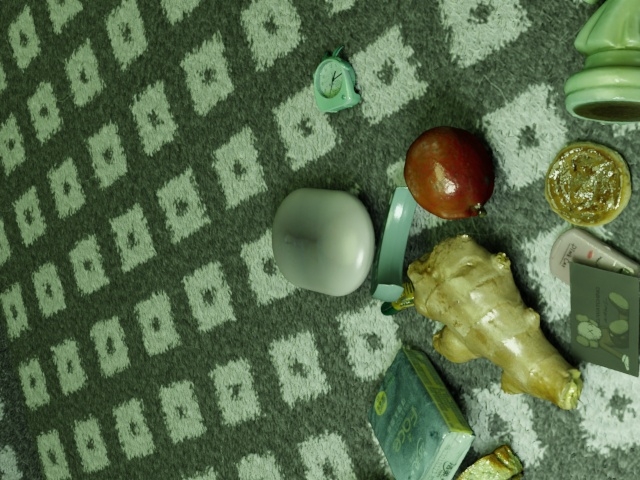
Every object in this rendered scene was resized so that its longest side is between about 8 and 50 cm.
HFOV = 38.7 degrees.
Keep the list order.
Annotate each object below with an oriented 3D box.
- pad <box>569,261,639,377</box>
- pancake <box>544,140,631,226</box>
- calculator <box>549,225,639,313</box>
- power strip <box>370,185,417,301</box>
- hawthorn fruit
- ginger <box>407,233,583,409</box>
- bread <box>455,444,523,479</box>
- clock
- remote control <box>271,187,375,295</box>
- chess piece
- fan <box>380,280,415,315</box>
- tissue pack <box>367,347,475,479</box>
[{"bbox_3d":[0.481,0.134,1.548,0.127,0.004,0.190,15,121,43],"label":"pad"},{"bbox_3d":[0.455,-0.096,1.561,0.158,0.028,0.158,5,98,41],"label":"pancake"},{"bbox_3d":[0.471,0.051,1.561,0.175,0.032,0.100,38,120,34],"label":"calculator"},{"bbox_3d":[0.143,0.005,1.785,0.167,0.054,0.253,113,169,-67],"label":"power strip"},{"bbox_3d":[0.240,-0.113,1.668,0.169,0.169,0.188,-49,51,36],"label":"hawthorn fruit"},{"bbox_3d":[0.297,0.172,1.658,0.236,0.166,0.375,-36,63,24],"label":"ginger"},{"bbox_3d":[0.305,0.454,1.709,0.069,0.128,0.140,52,132,21],"label":"bread"},{"bbox_3d":[0.031,-0.343,1.928,0.101,0.041,0.135,-10,88,45],"label":"clock"},{"bbox_3d":[0.000,0.000,1.945,0.332,0.104,0.221,10,96,52],"label":"remote control"},{"bbox_3d":[0.482,-0.343,1.437,0.176,0.176,0.298,4,85,44],"label":"chess piece"},{"bbox_3d":[0.170,0.116,1.837,0.155,0.082,0.039,-38,64,52],"label":"fan"},{"bbox_3d":[0.191,0.359,1.777,0.185,0.081,0.257,-68,26,23],"label":"tissue pack"}]
